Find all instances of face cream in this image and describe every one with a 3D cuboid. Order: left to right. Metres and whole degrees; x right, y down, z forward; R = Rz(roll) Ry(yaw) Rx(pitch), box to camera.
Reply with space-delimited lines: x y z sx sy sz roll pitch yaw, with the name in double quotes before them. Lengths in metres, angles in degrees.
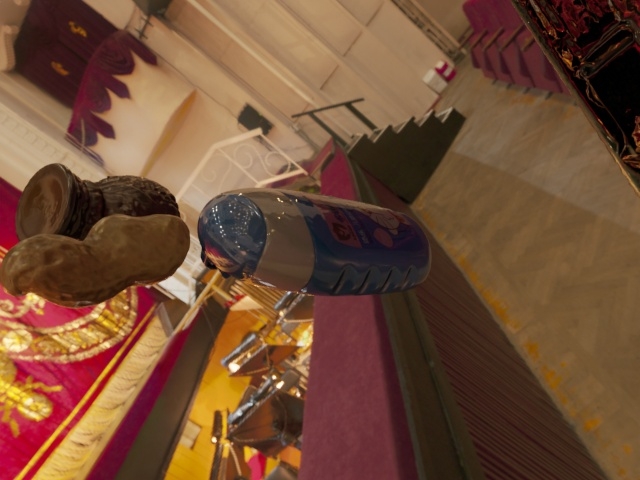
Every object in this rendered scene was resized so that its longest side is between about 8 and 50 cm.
"face cream" 0.000 0.000 0.430 0.149 0.263 0.083 44 118 39

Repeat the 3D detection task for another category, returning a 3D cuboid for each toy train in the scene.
"toy train" 0.184 -0.208 0.289 0.088 0.407 0.086 -27 -7 -12

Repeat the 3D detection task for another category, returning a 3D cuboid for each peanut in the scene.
"peanut" -0.268 0.023 0.530 0.085 0.104 0.227 4 18 37

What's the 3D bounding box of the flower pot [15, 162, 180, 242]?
"flower pot" -0.509 -0.043 0.968 0.267 0.266 0.267 -50 -27 9
